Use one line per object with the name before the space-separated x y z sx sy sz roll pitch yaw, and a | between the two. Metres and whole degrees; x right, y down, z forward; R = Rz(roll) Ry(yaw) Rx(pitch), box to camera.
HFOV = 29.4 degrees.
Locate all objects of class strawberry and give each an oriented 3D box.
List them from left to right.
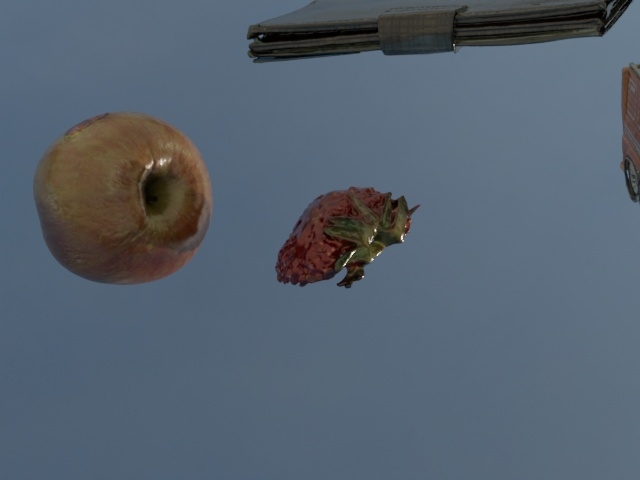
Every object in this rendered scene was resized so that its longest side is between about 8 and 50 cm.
strawberry | -0.001 -0.005 1.366 0.167 0.208 0.087 -36 -75 -37

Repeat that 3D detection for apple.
apple | -0.234 -0.048 1.441 0.187 0.211 0.211 0 -143 45

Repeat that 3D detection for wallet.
wallet | 0.108 -0.196 1.069 0.316 0.044 0.169 -1 -159 24

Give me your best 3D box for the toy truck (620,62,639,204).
toy truck | 0.505 -0.104 1.578 0.173 0.207 0.388 -11 -153 3
